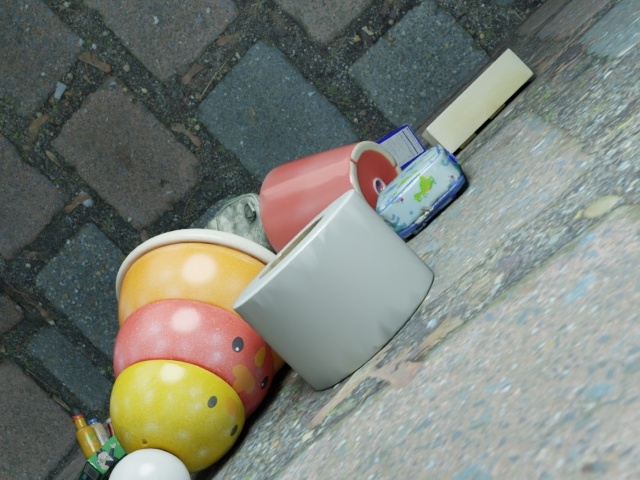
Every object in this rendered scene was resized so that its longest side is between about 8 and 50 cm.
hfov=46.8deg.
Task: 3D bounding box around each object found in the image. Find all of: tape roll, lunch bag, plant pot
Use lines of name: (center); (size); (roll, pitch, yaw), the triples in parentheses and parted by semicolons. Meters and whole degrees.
tape roll: (0.016, 0.068, 1.060); (0.246, 0.169, 0.246); (-45, 6, 6)
lunch bag: (-0.118, 0.011, 1.783); (0.305, 0.213, 0.256); (10, -44, -47)
lunch bag: (0.195, -0.100, 1.422); (0.176, 0.090, 0.219); (-44, 5, 13)
plant pot: (0.043, -0.083, 1.623); (0.243, 0.275, 0.275); (-22, 19, 40)

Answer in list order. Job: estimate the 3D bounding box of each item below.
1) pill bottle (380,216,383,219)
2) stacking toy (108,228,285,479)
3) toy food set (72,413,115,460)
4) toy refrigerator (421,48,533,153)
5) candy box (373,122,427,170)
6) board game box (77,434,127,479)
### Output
pill bottle: (0.115, -0.005, 1.430); (0.065, 0.065, 0.116); (-43, 6, 12)
stacking toy: (-0.213, 0.249, 1.172); (0.350, 0.350, 0.480); (-41, 26, 35)
toy food set: (-0.455, 0.432, 1.729); (0.232, 0.104, 0.111); (-18, -28, -33)
toy refrigerator: (0.373, -0.318, 1.761); (0.269, 0.094, 0.102); (-44, -1, -1)
candy box: (0.119, -0.196, 2.204); (0.317, 0.122, 0.268); (-34, 4, -31)
board game box: (-0.429, 0.469, 1.545); (0.213, 0.046, 0.317); (-44, -9, -49)
